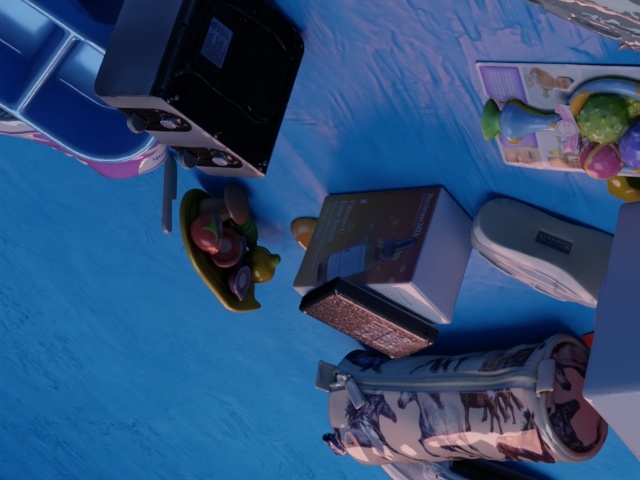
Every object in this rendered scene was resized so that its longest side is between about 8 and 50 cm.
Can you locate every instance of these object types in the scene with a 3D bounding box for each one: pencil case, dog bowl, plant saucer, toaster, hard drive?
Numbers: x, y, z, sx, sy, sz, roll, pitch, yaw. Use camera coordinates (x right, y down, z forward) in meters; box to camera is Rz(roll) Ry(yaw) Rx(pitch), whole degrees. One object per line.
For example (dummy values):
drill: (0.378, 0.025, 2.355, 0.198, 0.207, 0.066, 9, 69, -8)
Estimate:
pencil case: (0.185, 0.213, 1.996, 0.183, 0.160, 0.410, 23, 158, -40)
dog bowl: (-0.276, -0.190, 1.565, 0.297, 0.074, 0.166, 34, 127, -15)
plant saucer: (0.000, 0.000, 1.882, 0.083, 0.015, 0.083, 16, 153, 8)
toaster: (-0.112, -0.172, 1.470, 0.110, 0.186, 0.168, 0, 155, 40)
hard drive: (0.053, 0.089, 1.708, 0.135, 0.022, 0.094, 28, 153, -17)

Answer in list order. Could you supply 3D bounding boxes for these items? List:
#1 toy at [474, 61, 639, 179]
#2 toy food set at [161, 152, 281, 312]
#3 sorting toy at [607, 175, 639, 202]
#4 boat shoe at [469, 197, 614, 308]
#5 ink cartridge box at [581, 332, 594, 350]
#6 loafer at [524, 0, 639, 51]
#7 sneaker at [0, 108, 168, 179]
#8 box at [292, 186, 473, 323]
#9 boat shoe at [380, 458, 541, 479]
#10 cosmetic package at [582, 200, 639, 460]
toy: (0.261, -0.099, 1.439, 0.237, 0.056, 0.137, 9, 140, 32)
toy food set: (-0.109, -0.006, 1.844, 0.071, 0.128, 0.218, -17, 135, 21)
sorting toy: (0.419, -0.002, 1.552, 0.307, 0.041, 0.229, 25, 153, -11)
boat shoe: (0.270, 0.025, 1.683, 0.227, 0.079, 0.081, 26, 161, 1)
ink cartridge box: (0.450, 0.217, 1.780, 0.296, 0.066, 0.261, 54, 147, -3)
loafer: (0.276, -0.199, 1.213, 0.319, 0.112, 0.111, 26, 159, 6)
sneaker: (-0.312, -0.132, 1.757, 0.282, 0.102, 0.161, 13, 156, 14)
box: (0.075, 0.020, 1.736, 0.170, 0.130, 0.091, -4, 145, 39)
boat shoe: (0.210, 0.352, 2.324, 0.320, 0.103, 0.118, 31, -163, -15)
cosmetic package: (0.488, 0.067, 1.375, 0.453, 0.230, 0.161, -9, 139, 37)
